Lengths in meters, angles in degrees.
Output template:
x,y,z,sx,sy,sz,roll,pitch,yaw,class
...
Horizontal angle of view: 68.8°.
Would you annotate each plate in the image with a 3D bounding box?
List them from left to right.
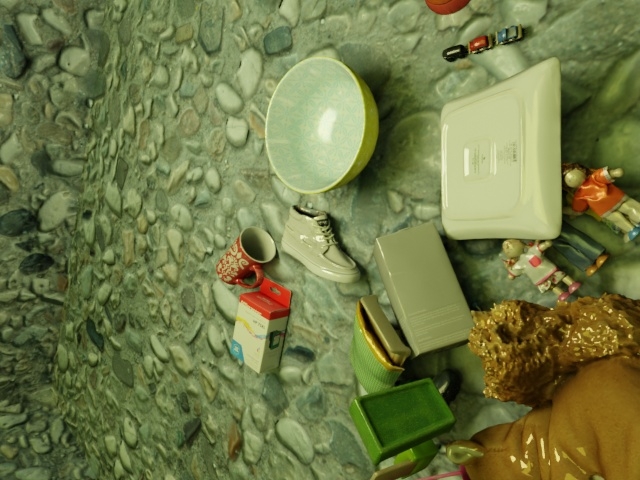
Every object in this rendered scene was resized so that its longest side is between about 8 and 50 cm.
x,y,z,sx,sy,sz,roll,pitch,yaw,class
0.290,-0.140,0.815,0.278,0.045,0.277,-179,89,-68,plate

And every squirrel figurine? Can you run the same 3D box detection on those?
x,y,z,sx,sy,sz,roll,pitch,yaw,class
0.383,0.283,0.736,0.370,0.281,0.397,-37,59,48,squirrel figurine

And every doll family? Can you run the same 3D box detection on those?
x,y,z,sx,sy,sz,roll,pitch,yaw,class
0.410,-0.031,0.770,0.163,0.118,0.263,46,139,22,doll family

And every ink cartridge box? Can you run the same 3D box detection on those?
x,y,z,sx,sy,sz,roll,pitch,yaw,class
-0.167,0.231,1.306,0.134,0.078,0.231,22,106,39,ink cartridge box

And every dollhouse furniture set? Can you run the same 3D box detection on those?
x,y,z,sx,sy,sz,roll,pitch,yaw,class
0.085,0.275,0.879,0.198,0.151,0.301,101,150,-42,dollhouse furniture set

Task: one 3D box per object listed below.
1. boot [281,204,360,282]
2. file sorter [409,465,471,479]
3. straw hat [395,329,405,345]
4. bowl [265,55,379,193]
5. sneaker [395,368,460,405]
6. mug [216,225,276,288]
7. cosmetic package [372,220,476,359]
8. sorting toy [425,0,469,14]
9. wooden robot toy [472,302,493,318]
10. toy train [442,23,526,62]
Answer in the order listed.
x,y,z,sx,sy,sz,roll,pitch,yaw,class
0.000,0.000,1.127,0.258,0.095,0.123,28,118,38,boot
0.234,0.606,0.849,0.182,0.202,0.291,-15,81,8,file sorter
0.168,0.226,1.012,0.061,0.144,0.145,-8,87,4,straw hat
0.028,-0.247,1.046,0.289,0.156,0.290,4,96,41,bowl
0.172,0.342,0.994,0.283,0.110,0.122,-52,57,31,sneaker
-0.220,0.063,1.309,0.169,0.113,0.150,-38,32,41,mug
0.197,0.097,0.911,0.107,0.127,0.238,85,169,-68,cosmetic package
0.293,-0.575,0.809,0.365,0.126,0.127,-43,65,36,sorting toy
0.327,0.158,0.860,0.173,0.079,0.076,-5,90,42,wooden robot toy
0.301,-0.369,0.874,0.158,0.036,0.027,-3,91,42,toy train
